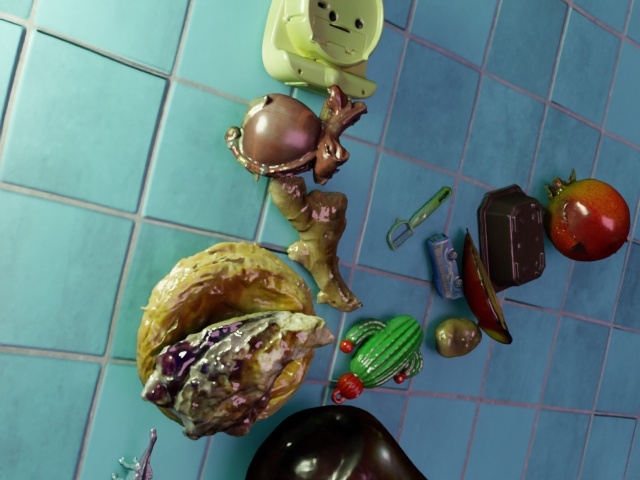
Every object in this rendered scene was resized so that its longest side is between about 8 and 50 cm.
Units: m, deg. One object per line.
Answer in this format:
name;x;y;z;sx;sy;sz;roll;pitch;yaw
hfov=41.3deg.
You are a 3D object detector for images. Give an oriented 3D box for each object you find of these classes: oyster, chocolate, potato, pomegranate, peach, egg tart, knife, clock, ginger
oyster;-0.131;0.221;1.397;0.275;0.100;0.271;19;107;-36
chocolate;0.041;0.477;1.591;0.384;0.384;0.331;-31;113;-31
potato;0.307;0.220;1.937;0.138;0.070;0.091;0;96;-37
pomegranate;0.645;-0.060;2.079;0.210;0.210;0.235;-21;75;-34
peach;0.356;0.111;1.920;0.189;0.068;0.279;31;38;-75
egg tart;-0.170;0.164;1.499;0.352;0.150;0.352;-7;102;-32
knife;0.216;-0.060;1.854;0.212;0.015;0.054;-40;112;-26
clock;0.020;-0.427;1.585;0.235;0.096;0.308;9;91;-38
ginger;0.000;0.000;1.650;0.148;0.081;0.333;-31;120;-30

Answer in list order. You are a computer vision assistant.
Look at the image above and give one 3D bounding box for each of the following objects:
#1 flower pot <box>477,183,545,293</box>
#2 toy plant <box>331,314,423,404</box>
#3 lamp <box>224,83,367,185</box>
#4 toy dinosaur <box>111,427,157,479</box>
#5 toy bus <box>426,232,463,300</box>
flower pot;0.468;0.001;2.020;0.179;0.084;0.250;-17;108;-35
toy plant;0.115;0.239;1.781;0.240;0.088;0.154;-13;93;-25
lamp;-0.051;-0.189;1.521;0.223;0.151;0.215;21;61;-12
toy dinosaur;-0.321;0.416;1.463;0.045;0.080;0.197;20;85;-42
toy bus;0.279;0.061;1.897;0.061;0.051;0.153;-16;110;-5
